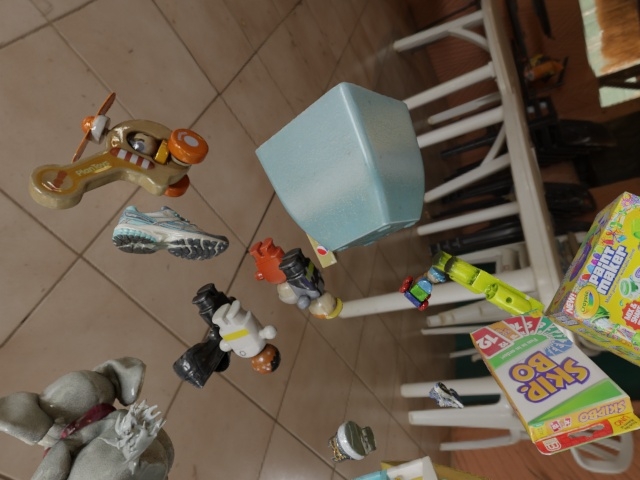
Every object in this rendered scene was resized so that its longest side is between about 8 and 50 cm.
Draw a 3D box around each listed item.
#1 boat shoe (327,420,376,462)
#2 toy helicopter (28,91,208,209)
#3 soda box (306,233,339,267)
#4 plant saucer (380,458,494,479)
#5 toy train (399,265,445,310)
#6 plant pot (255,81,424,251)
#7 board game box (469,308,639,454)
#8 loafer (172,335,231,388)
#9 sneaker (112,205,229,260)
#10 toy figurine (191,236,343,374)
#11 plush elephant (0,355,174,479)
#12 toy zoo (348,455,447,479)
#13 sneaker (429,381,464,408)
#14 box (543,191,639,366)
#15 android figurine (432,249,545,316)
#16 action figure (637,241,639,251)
[{"bbox_3d":[0.046,0.391,0.788,0.183,0.083,0.065,50,17,-56],"label":"boat shoe"},{"bbox_3d":[-0.413,-0.167,0.821,0.235,0.140,0.355,42,36,-2],"label":"toy helicopter"},{"bbox_3d":[0.000,0.000,1.469,0.181,0.058,0.061,64,14,-9],"label":"soda box"},{"bbox_3d":[0.350,0.623,1.012,0.333,0.333,0.081,39,58,-50],"label":"plant saucer"},{"bbox_3d":[0.372,0.134,1.449,0.105,0.143,0.248,43,21,7],"label":"toy train"},{"bbox_3d":[0.066,-0.120,0.841,0.248,0.247,0.252,-9,76,-52],"label":"plant pot"},{"bbox_3d":[0.322,0.190,0.609,0.259,0.124,0.039,-88,155,-71],"label":"board game box"},{"bbox_3d":[-0.221,0.238,0.864,0.078,0.076,0.223,48,13,3],"label":"loafer"},{"bbox_3d":[-0.375,-0.031,1.077,0.283,0.110,0.122,10,57,-24],"label":"sneaker"},{"bbox_3d":[-0.092,0.114,0.725,0.213,0.209,0.148,-41,115,-21],"label":"toy figurine"},{"bbox_3d":[-0.385,0.332,0.676,0.272,0.255,0.330,4,114,-54],"label":"plush elephant"},{"bbox_3d":[0.109,0.485,0.738,0.030,0.293,0.192,63,16,-3],"label":"toy zoo"},{"bbox_3d":[0.385,0.484,1.277,0.135,0.058,0.052,37,20,-20],"label":"sneaker"},{"bbox_3d":[0.692,0.102,0.879,0.290,0.279,0.177,-60,159,-4],"label":"box"},{"bbox_3d":[0.395,0.113,0.962,0.273,0.056,0.248,30,4,-8],"label":"android figurine"},{"bbox_3d":[0.360,-0.002,0.393,0.232,0.063,0.137,42,4,-28],"label":"action figure"}]
